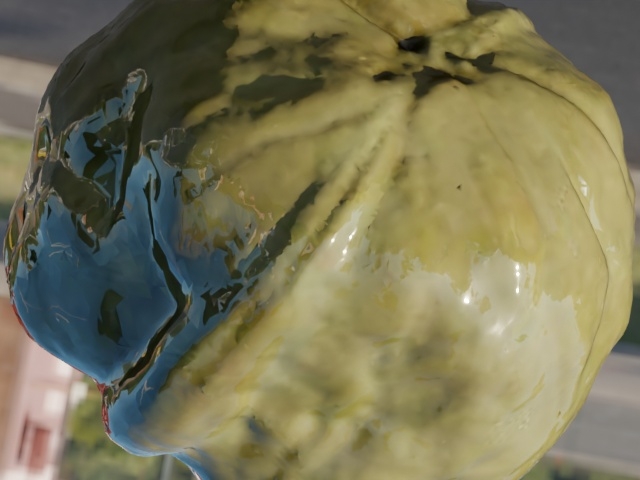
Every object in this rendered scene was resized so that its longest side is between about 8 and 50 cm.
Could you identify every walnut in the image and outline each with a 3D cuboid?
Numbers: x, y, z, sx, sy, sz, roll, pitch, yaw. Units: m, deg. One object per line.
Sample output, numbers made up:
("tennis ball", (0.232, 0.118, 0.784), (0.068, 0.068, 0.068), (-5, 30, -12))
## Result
("walnut", (-0.002, -0.001, 0.929), (0.282, 0.253, 0.277), (28, 127, -19))
